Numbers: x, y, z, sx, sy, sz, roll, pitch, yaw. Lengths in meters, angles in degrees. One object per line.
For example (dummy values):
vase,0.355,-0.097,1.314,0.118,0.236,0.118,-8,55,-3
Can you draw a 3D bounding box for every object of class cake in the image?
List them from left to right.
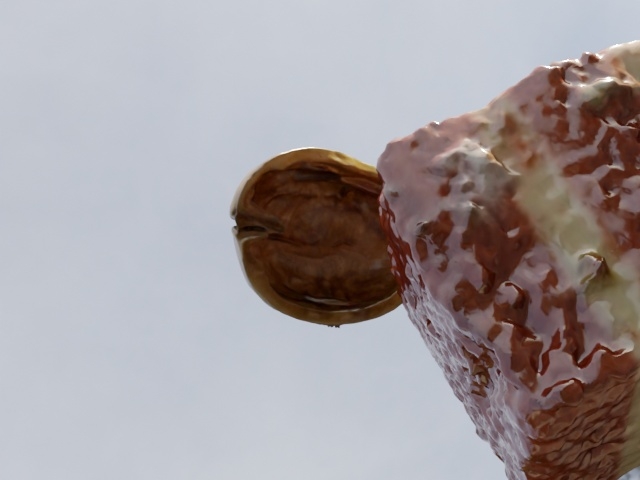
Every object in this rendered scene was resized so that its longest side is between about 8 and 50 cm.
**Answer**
cake,0.239,0.017,0.968,0.319,0.269,0.270,-28,-30,-4

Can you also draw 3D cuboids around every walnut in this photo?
walnut,0.001,0.001,1.161,0.211,0.087,0.167,15,-99,-20
